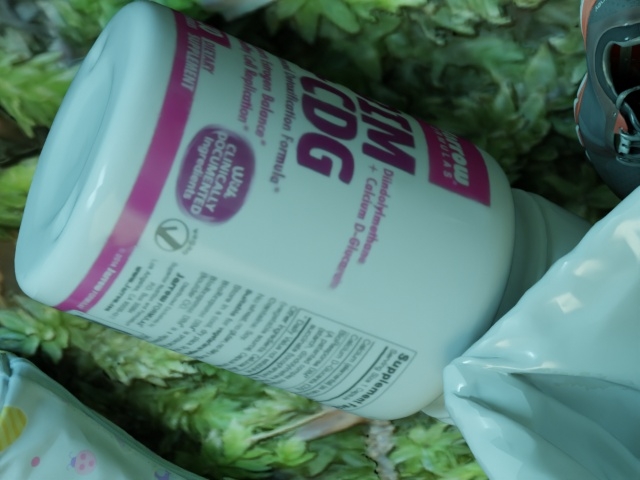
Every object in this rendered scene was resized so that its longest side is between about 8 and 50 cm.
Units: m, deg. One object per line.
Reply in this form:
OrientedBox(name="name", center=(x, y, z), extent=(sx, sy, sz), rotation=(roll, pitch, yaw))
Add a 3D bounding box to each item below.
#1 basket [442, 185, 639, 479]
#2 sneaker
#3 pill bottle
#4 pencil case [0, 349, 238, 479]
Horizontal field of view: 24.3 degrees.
OrientedBox(name="basket", center=(0.296, 0.111, 0.657), extent=(0.328, 0.331, 0.266), rotation=(-43, 127, 7))
OrientedBox(name="sneaker", center=(0.164, -0.066, 0.785), extent=(0.061, 0.065, 0.158), rotation=(-11, 133, 11))
OrientedBox(name="pill bottle", center=(0.000, 0.000, 0.782), extent=(0.283, 0.160, 0.160), rotation=(22, 131, -21))
OrientedBox(name="pencil case", center=(-0.142, 0.178, 0.991), extent=(0.273, 0.113, 0.124), rotation=(34, 115, -29))
